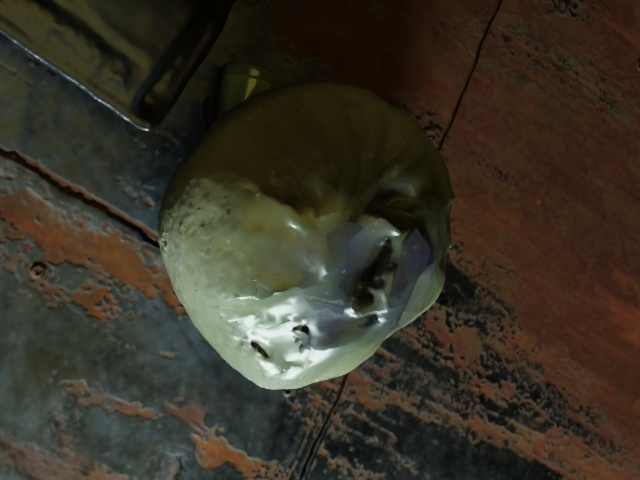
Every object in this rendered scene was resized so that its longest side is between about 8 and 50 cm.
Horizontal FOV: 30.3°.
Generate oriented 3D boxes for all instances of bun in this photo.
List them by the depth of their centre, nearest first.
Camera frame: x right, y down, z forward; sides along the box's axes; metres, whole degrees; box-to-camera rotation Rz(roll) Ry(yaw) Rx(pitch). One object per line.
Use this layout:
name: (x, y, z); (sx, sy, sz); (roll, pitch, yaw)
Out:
bun: (0.001, -0.005, 0.992); (0.273, 0.168, 0.273); (-12, 112, -33)

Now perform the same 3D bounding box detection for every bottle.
bottle: (-0.073, -0.103, 1.032); (0.063, 0.047, 0.101); (11, 90, -8)

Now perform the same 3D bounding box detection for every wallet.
wallet: (-0.152, -0.275, 0.981); (0.247, 0.041, 0.323); (38, 70, -26)
